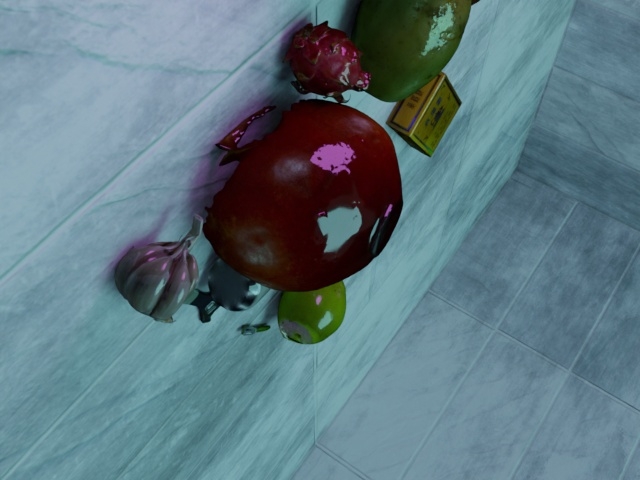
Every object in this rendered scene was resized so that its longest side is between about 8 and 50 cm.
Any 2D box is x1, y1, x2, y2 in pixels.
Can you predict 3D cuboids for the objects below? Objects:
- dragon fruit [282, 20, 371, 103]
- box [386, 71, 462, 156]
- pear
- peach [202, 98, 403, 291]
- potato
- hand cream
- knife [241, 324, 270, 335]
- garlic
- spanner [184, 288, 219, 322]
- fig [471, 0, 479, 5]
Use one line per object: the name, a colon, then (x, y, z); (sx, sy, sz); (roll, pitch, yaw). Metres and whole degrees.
dragon fruit: (0.012, -0.320, 1.294); (0.136, 0.166, 0.133); (-66, -155, 6)
box: (0.300, -0.363, 2.027); (0.192, 0.084, 0.301); (-61, 161, 5)
pear: (-0.015, 0.168, 1.898); (0.187, 0.187, 0.219); (99, 15, -46)
peach: (-0.009, -0.080, 1.345); (0.406, 0.310, 0.335); (-39, 156, -46)
potato: (0.174, -0.426, 1.424); (0.304, 0.216, 0.216); (-60, 162, 15)
hand cream: (-0.118, 0.049, 1.569); (0.185, 0.118, 0.359); (-65, 168, 22)
knife: (-0.167, 0.227, 1.830); (0.022, 0.026, 0.184); (-22, 170, 14)
garlic: (-0.248, 0.046, 1.180); (0.194, 0.131, 0.127); (-51, 164, 2)
spanner: (-0.261, 0.118, 1.434); (0.087, 0.024, 0.316); (-53, 161, 0)
fig: (0.324, -0.601, 1.625); (0.148, 0.202, 0.149); (88, 0, -79)
